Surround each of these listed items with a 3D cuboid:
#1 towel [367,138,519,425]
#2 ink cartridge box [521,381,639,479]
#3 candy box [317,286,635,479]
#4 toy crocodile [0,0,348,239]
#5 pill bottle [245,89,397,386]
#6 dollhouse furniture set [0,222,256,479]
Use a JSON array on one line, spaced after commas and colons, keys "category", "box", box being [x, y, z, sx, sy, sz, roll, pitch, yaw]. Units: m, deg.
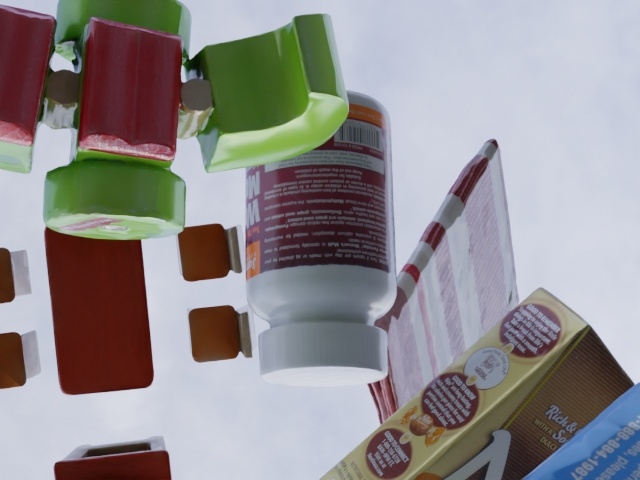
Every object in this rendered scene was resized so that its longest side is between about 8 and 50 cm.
[{"category": "towel", "box": [0.130, 0.076, 1.205, 0.329, 0.037, 0.237, -53, -39, -44]}, {"category": "ink cartridge box", "box": [0.210, 0.271, 0.472, 0.285, 0.395, 0.166, -28, -44, -38]}, {"category": "candy box", "box": [0.118, 0.210, 0.910, 0.316, 0.087, 0.183, -41, -64, 1]}, {"category": "toy crocodile", "box": [-0.157, -0.069, 0.518, 0.340, 0.105, 0.115, 4, -101, -13]}, {"category": "pill bottle", "box": [0.000, 0.000, 0.932, 0.121, 0.121, 0.221, 5, -107, -20]}, {"category": "dollhouse furniture set", "box": [-0.185, 0.109, 1.007, 0.261, 0.135, 0.259, -6, -88, -3]}]
